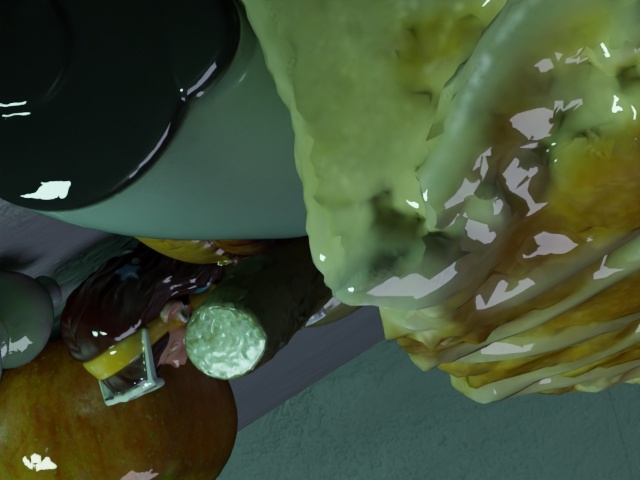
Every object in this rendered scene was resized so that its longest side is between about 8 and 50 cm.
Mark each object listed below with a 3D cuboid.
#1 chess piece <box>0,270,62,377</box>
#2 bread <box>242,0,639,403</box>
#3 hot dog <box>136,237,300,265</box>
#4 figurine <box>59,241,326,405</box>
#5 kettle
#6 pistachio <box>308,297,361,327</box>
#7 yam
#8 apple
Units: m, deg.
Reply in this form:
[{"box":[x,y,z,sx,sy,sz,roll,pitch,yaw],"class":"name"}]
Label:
[{"box":[-0.259,0.081,1.147,0.139,0.139,0.271,-39,179,32],"class":"chess piece"},{"box":[0.190,-0.123,0.690,0.390,0.279,0.371,-21,160,14],"class":"bread"},{"box":[-0.035,-0.051,1.167,0.194,0.107,0.326,-38,169,27],"class":"hot dog"},{"box":[-0.099,0.042,1.378,0.240,0.116,0.174,-23,-178,-37],"class":"figurine"},{"box":[-0.094,-0.076,0.800,0.221,0.161,0.236,-3,-179,23],"class":"kettle"},{"box":[0.016,0.000,1.562,0.206,0.131,0.129,-35,-145,-14],"class":"pistachio"},{"box":[0.000,0.000,1.324,0.083,0.083,0.371,-39,-175,34],"class":"yam"},{"box":[-0.190,0.155,1.490,0.210,0.173,0.235,-18,174,24],"class":"apple"}]
